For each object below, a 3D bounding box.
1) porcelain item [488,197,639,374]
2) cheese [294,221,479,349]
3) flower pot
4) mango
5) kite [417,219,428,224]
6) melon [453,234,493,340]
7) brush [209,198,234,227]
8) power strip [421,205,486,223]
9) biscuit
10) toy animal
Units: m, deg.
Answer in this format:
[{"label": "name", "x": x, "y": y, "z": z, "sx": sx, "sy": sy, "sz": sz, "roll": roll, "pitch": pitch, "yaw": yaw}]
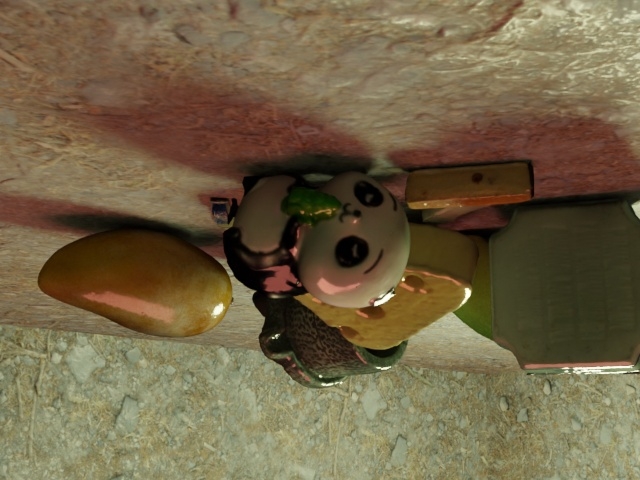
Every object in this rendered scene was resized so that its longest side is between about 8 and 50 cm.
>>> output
[{"label": "porcelain item", "x": 0.429, "y": 0.083, "z": 1.524, "sx": 0.281, "sy": 0.286, "sz": 0.157, "roll": -6, "pitch": 168, "yaw": 21}, {"label": "cheese", "x": 0.056, "y": 0.055, "z": 1.648, "sx": 0.383, "sy": 0.104, "sz": 0.384, "roll": 11, "pitch": 150, "yaw": 6}, {"label": "flower pot", "x": 0.005, "y": 0.178, "z": 1.970, "sx": 0.282, "sy": 0.299, "sz": 0.299, "roll": -15, "pitch": 159, "yaw": 40}, {"label": "mango", "x": -0.345, "y": 0.079, "z": 1.756, "sx": 0.383, "sy": 0.199, "sz": 0.221, "roll": 10, "pitch": 166, "yaw": -28}, {"label": "kite", "x": 0.129, "y": -0.010, "z": 1.746, "sx": 0.322, "sy": 0.013, "sz": 0.267, "roll": 6, "pitch": 167, "yaw": -27}, {"label": "melon", "x": 0.394, "y": 0.074, "z": 1.734, "sx": 0.343, "sy": 0.331, "sz": 0.226, "roll": 2, "pitch": 134, "yaw": 28}, {"label": "brush", "x": -0.171, "y": -0.039, "z": 1.621, "sx": 0.033, "sy": 0.030, "sz": 0.178, "roll": -8, "pitch": 167, "yaw": -3}, {"label": "power strip", "x": 0.219, "y": -0.057, "z": 1.498, "sx": 0.047, "sy": 0.030, "sz": 0.191, "roll": 8, "pitch": 165, "yaw": -23}, {"label": "biscuit", "x": 0.219, "y": -0.082, "z": 1.348, "sx": 0.187, "sy": 0.056, "sz": 0.052, "roll": -4, "pitch": 168, "yaw": 15}, {"label": "toy animal", "x": -0.002, "y": -0.006, "z": 1.373, "sx": 0.266, "sy": 0.213, "sz": 0.212, "roll": 0, "pitch": 167, "yaw": 25}]
